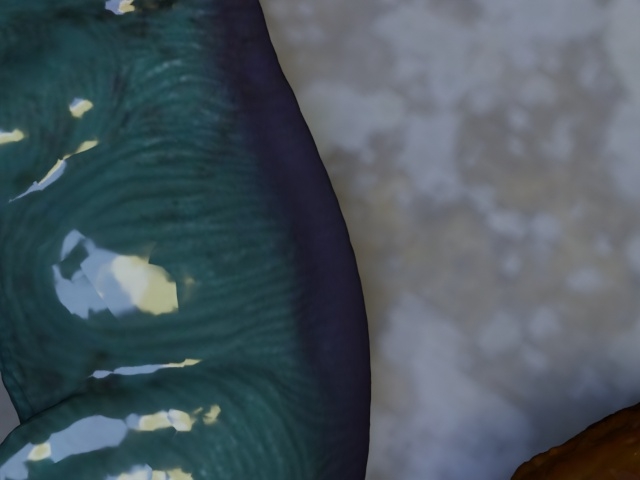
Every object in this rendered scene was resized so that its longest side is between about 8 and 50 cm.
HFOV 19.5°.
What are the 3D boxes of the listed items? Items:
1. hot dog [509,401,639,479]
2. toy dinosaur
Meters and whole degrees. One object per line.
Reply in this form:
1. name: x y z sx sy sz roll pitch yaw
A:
1. hot dog: 0.128 0.143 0.489 0.160 0.099 0.227 -37 86 6
2. toy dinosaur: 0.000 0.000 0.507 0.331 0.129 0.383 -25 92 0
